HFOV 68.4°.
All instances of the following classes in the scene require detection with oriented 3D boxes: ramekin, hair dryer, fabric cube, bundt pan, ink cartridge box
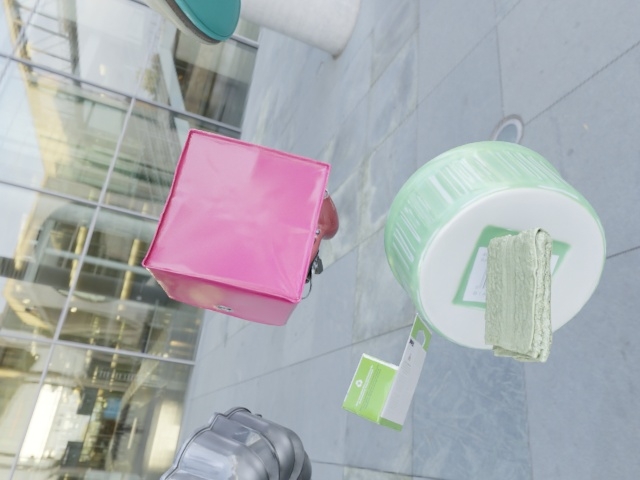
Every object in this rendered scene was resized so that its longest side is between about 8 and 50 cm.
[{"bbox_3d":[0.257,0.017,0.707,0.148,0.304,0.303,-96,27,-64],"label":"ramekin"},{"bbox_3d":[0.000,0.000,1.283,0.223,0.080,0.293,-60,-23,-70],"label":"hair dryer"},{"bbox_3d":[-0.142,-0.006,0.871,0.258,0.254,0.259,118,166,-70],"label":"fabric cube"},{"bbox_3d":[-0.110,0.438,0.732,0.124,0.331,0.330,0,71,27],"label":"bundt pan"},{"bbox_3d":[0.169,0.305,1.123,0.097,0.189,0.255,14,71,30],"label":"ink cartridge box"}]

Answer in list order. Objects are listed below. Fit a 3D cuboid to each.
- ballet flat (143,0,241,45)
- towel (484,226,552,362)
[{"bbox_3d":[-0.116,-0.207,0.268,0.248,0.086,0.086,60,-140,-76],"label":"ballet flat"},{"bbox_3d":[0.226,0.063,0.542,0.110,0.027,0.148,146,127,-77],"label":"towel"}]
